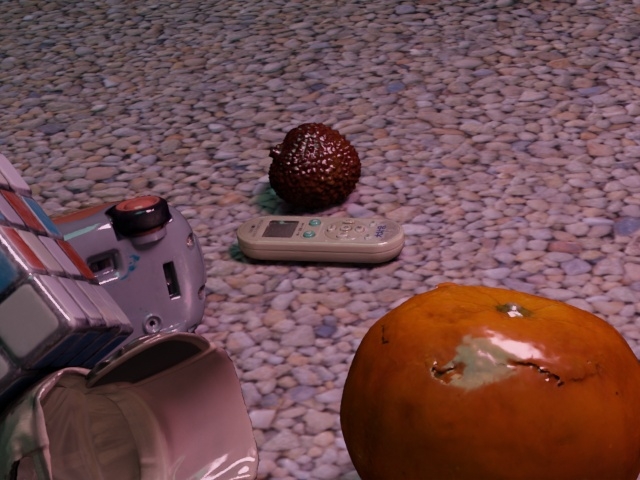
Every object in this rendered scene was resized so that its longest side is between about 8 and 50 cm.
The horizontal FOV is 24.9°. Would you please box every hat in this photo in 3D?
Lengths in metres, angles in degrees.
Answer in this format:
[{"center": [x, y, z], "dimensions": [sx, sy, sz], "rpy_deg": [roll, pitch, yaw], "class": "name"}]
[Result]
[{"center": [-0.184, 0.198, 1.376], "dimensions": [0.275, 0.232, 0.161], "rpy_deg": [-23, 17, -29], "class": "hat"}]

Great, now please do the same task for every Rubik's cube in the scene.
[{"center": [-0.374, 0.069, 1.418], "dimensions": [0.256, 0.253, 0.259], "rpy_deg": [-40, -6, 3], "class": "Rubik's cube"}]

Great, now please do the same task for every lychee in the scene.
[{"center": [-0.007, -0.103, 2.000], "dimensions": [0.129, 0.123, 0.123], "rpy_deg": [5, 28, 1], "class": "lychee"}]

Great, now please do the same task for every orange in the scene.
[{"center": [0.161, 0.162, 1.337], "dimensions": [0.284, 0.226, 0.284], "rpy_deg": [4, 17, -1], "class": "orange"}]

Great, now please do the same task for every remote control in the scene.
[{"center": [0.000, 0.000, 1.881], "dimensions": [0.221, 0.042, 0.078], "rpy_deg": [0, 29, 14], "class": "remote control"}]

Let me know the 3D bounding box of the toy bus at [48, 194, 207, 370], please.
[{"center": [-0.285, 0.048, 1.693], "dimensions": [0.288, 0.194, 0.232], "rpy_deg": [-19, 23, -23], "class": "toy bus"}]
